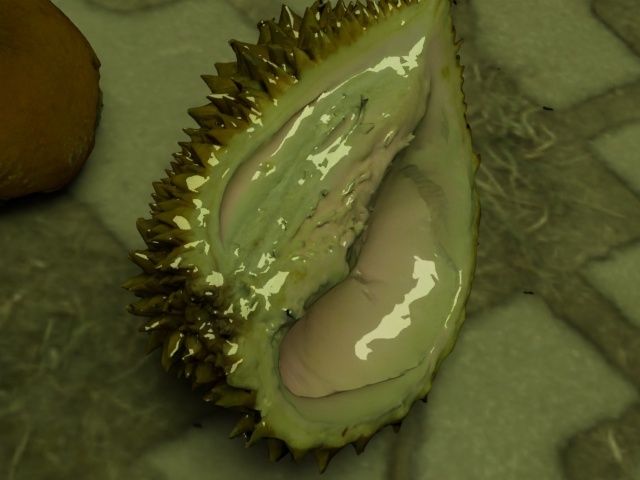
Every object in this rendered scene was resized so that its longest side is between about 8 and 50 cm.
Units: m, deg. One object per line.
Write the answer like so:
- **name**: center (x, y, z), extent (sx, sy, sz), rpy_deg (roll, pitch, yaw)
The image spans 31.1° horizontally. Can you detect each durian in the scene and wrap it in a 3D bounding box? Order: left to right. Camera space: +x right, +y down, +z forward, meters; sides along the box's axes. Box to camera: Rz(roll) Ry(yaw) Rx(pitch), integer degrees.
- **durian**: center (-0.012, -0.003, 0.606), extent (0.138, 0.183, 0.250), rpy_deg (4, 58, 33)

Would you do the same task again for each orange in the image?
- **orange**: center (-0.201, -0.086, 0.625), extent (0.160, 0.112, 0.170), rpy_deg (22, 72, 0)
